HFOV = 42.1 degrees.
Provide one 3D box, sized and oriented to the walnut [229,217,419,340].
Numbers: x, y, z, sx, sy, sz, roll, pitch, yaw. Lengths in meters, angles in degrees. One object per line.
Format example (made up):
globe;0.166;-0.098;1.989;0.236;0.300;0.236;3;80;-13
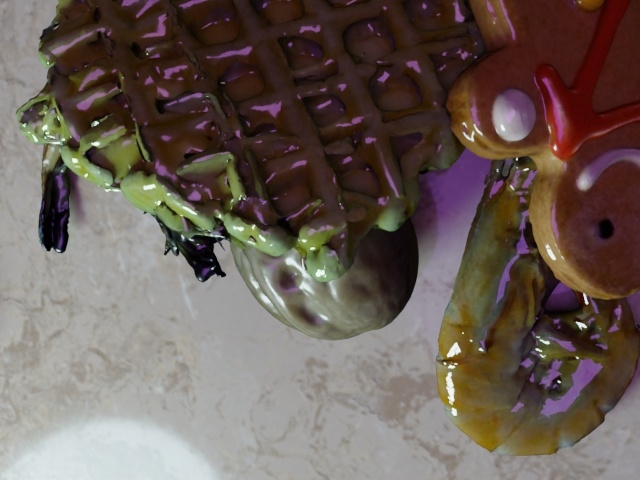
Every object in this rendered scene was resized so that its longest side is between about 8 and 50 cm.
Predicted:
walnut;0.000;-0.001;0.634;0.140;0.140;0.162;-30;114;19

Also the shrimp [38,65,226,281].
shrimp;-0.165;-0.027;0.680;0.262;0.051;0.198;55;126;26

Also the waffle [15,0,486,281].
waffle;-0.042;-0.135;0.575;0.317;0.073;0.297;26;69;9

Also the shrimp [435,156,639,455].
shrimp;0.176;0.038;0.633;0.152;0.063;0.287;12;108;10

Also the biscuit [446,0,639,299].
biscuit;0.176;-0.119;0.550;0.205;0.049;0.324;-10;95;-23
